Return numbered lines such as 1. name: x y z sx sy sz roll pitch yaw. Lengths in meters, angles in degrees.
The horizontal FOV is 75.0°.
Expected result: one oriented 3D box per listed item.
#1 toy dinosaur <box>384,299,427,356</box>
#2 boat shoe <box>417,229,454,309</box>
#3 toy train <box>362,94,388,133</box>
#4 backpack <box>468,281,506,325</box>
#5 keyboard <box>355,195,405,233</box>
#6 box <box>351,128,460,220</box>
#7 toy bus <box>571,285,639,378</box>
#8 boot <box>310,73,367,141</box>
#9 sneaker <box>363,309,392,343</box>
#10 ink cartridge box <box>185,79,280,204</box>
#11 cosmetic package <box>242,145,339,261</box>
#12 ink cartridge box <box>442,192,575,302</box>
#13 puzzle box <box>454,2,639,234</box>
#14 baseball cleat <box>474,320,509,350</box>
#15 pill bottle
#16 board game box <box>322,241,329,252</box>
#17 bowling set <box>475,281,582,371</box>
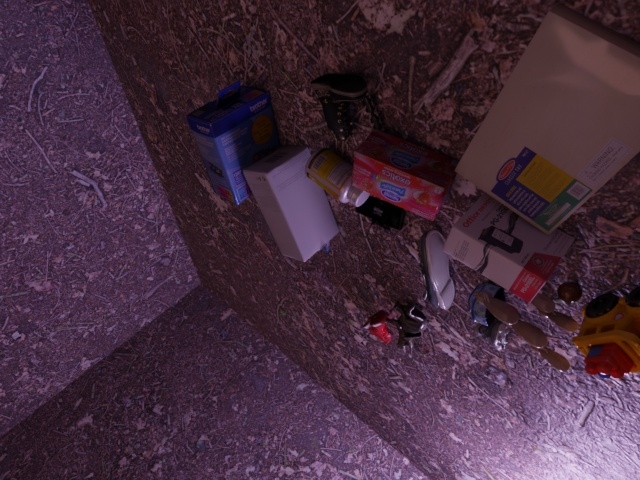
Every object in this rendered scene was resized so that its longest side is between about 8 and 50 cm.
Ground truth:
1. toy dinosaur: 0.347 0.305 1.604 0.160 0.121 0.313 29 143 10
2. boat shoe: 0.347 0.095 1.325 0.099 0.116 0.319 14 141 41
3. toy train: 0.158 -0.334 1.159 0.027 0.036 0.158 -2 126 46
4. backpack: 0.490 0.191 1.241 0.084 0.114 0.105 15 137 45
5. keyboard: 0.201 -0.092 1.403 0.192 0.038 0.100 28 121 35
6. box: 0.223 -0.179 1.126 0.257 0.122 0.128 27 146 18
7. toy bus: 0.682 0.221 0.917 0.149 0.211 0.220 50 150 3
8. boot: 0.070 -0.367 1.173 0.236 0.085 0.178 38 155 51
9. sneaker: 0.277 0.377 1.808 0.128 0.087 0.221 39 163 1
10. ink cartridge box: -0.298 -0.369 1.499 0.151 0.270 0.395 25 143 34
11. cosmetic package: -0.099 -0.137 1.562 0.156 0.217 0.384 15 134 45
12. ink cartridge box: 0.452 0.009 1.019 0.237 0.172 0.100 35 148 24
13. puzzle box: 0.473 -0.214 0.851 0.272 0.052 0.408 40 150 16
14. baseball cleat: 0.528 0.289 1.301 0.109 0.072 0.206 29 165 36
15. pill bottle: 0.061 -0.203 1.362 0.215 0.117 0.117 39 149 19
16. board game box: 0.000 0.000 1.783 0.090 0.020 0.090 33 146 27
17. bowling set: 0.584 0.186 1.106 0.287 0.200 0.154 43 -175 -15
